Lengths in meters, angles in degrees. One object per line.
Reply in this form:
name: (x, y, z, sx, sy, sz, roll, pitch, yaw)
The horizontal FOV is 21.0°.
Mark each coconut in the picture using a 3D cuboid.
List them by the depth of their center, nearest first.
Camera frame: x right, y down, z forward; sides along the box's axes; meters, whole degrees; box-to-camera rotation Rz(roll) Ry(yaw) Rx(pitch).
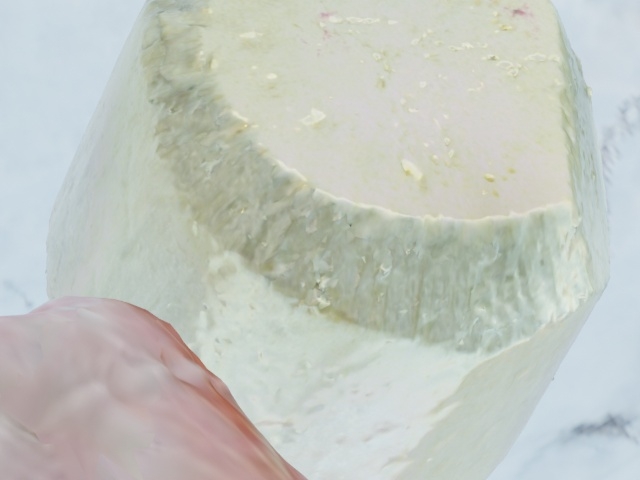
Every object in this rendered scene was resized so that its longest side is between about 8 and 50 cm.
coconut: (0.000, 0.000, 0.760, 0.239, 0.239, 0.244, 1, 142, -20)

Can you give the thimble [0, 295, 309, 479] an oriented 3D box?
thimble: (-0.086, 0.137, 0.437, 0.239, 0.162, 0.239, -38, 164, -13)
